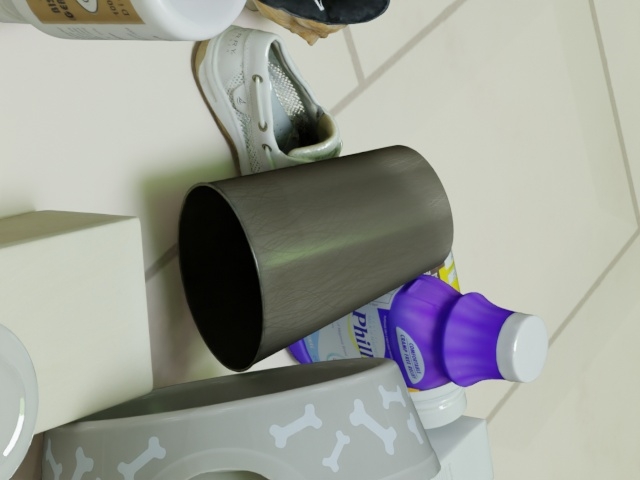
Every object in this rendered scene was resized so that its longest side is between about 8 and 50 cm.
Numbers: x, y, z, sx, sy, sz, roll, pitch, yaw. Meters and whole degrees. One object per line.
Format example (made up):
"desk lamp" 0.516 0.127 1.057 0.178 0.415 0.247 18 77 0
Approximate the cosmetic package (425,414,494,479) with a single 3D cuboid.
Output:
"cosmetic package" 0.083 0.276 1.701 0.231 0.117 0.085 -32 119 -44

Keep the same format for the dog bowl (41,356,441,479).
"dog bowl" -0.077 0.175 1.321 0.348 0.348 0.102 -10 91 -51

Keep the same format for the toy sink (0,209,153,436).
"toy sink" -0.263 0.069 1.223 0.234 0.131 0.153 -17 107 -50

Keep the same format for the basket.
"basket" 0.000 0.000 1.461 0.227 0.154 0.204 -21 140 -27

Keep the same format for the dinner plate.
"dinner plate" -0.255 0.126 1.121 0.141 0.017 0.141 -11 105 -50

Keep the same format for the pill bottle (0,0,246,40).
"pill bottle" -0.176 -0.223 1.214 0.131 0.229 0.131 -10 103 -51

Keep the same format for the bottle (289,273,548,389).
"bottle" 0.091 0.091 1.551 0.092 0.283 0.118 -43 128 -40

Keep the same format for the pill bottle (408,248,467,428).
"pill bottle" 0.103 0.096 1.699 0.117 0.117 0.215 -36 122 -43

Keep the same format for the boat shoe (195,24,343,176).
"boat shoe" -0.025 -0.093 1.529 0.098 0.096 0.277 -59 136 -31

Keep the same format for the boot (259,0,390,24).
"boot" 0.036 -0.338 1.209 0.367 0.146 0.445 25 40 -25

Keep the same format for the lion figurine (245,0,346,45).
"lion figurine" 0.005 -0.403 1.480 0.240 0.142 0.392 35 75 -33
